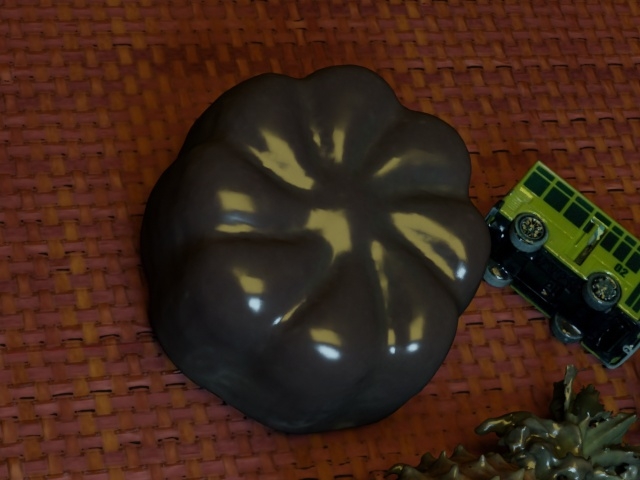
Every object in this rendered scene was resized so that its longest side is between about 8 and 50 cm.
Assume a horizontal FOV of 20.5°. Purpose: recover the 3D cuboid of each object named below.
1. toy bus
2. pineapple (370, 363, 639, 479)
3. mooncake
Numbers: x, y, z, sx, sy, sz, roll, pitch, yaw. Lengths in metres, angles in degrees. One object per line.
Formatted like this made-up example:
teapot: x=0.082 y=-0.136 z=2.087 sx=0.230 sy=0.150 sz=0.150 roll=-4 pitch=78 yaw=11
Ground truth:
toy bus: x=0.225 y=0.020 z=1.568 sx=0.175 sy=0.088 sz=0.101 roll=39 pitch=54 yaw=5
pineapple: x=0.147 y=0.222 z=1.398 sx=0.361 sy=0.175 sz=0.175 roll=-21 pitch=71 yaw=-45
mooncake: x=0.000 y=0.000 z=1.459 sx=0.306 sy=0.154 sz=0.306 roll=9 pitch=62 yaw=-18
